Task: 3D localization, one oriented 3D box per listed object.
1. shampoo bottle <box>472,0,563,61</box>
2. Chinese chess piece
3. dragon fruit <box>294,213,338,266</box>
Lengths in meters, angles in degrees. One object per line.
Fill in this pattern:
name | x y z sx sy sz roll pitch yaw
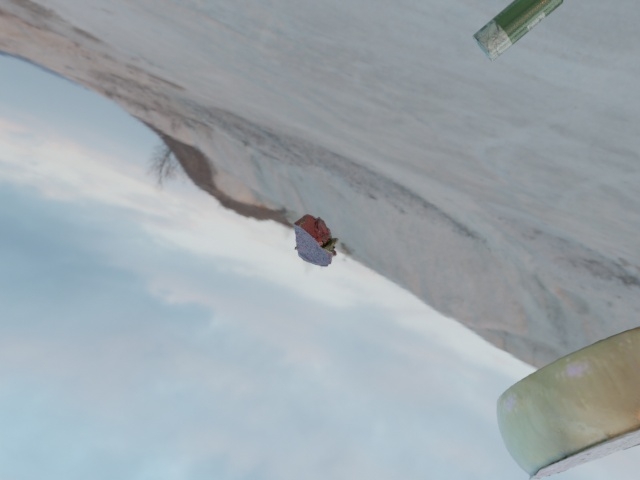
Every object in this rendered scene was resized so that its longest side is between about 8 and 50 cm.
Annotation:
shampoo bottle | 0.370 -0.409 1.195 0.065 0.204 0.065 46 -164 -17
Chinese chess piece | 0.358 0.207 0.846 0.270 0.270 0.112 15 -134 -48
dragon fruit | 0.000 0.000 1.597 0.106 0.083 0.162 32 151 19
